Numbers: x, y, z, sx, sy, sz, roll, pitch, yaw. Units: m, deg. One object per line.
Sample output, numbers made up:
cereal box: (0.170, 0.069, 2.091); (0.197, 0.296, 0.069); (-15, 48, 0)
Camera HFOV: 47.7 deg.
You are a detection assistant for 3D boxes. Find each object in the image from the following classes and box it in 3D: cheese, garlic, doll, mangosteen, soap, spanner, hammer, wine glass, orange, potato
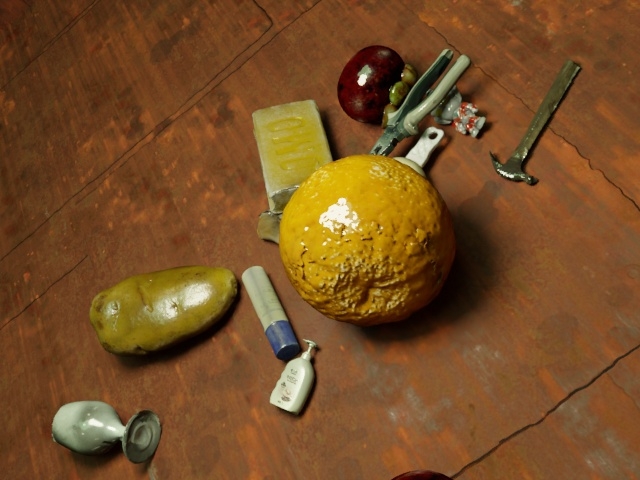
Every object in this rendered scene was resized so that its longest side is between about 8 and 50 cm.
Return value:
cheese: (0.168, -0.144, 1.585); (0.163, 0.071, 0.249); (7, 68, 34)
garlic: (-0.088, -0.027, 1.690); (0.152, 0.066, 0.084); (19, 102, 42)
doll: (0.292, -0.290, 1.595); (0.180, 0.079, 0.094); (45, 126, 35)
mangosteen: (0.138, -0.349, 1.666); (0.199, 0.200, 0.200); (-15, 57, 24)
soap: (-0.059, -0.204, 1.719); (0.173, 0.089, 0.274); (-12, 54, -3)
spanner: (0.202, -0.279, 1.575); (0.325, 0.040, 0.095); (-50, 39, 3)
hammer: (0.456, -0.251, 1.496); (0.125, 0.027, 0.297); (28, 81, 34)
wine glass: (-0.488, 0.429, 1.638); (0.241, 0.126, 0.127); (1, 65, 31)
orange: (0.088, -0.007, 1.394); (0.340, 0.341, 0.293); (-20, 40, 21)
potato: (-0.366, 0.159, 1.705); (0.369, 0.177, 0.195); (-16, 17, 14)

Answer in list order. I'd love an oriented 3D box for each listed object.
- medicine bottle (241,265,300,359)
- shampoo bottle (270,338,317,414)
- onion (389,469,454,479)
medicine bottle: (-0.111, 0.157, 1.597); (0.059, 0.059, 0.231); (-36, 51, 10)
shampoo bottle: (-0.044, 0.279, 1.496); (0.077, 0.045, 0.152); (16, 73, 37)
onion: (0.154, 0.499, 1.135); (0.280, 0.221, 0.281); (-18, 55, 28)
